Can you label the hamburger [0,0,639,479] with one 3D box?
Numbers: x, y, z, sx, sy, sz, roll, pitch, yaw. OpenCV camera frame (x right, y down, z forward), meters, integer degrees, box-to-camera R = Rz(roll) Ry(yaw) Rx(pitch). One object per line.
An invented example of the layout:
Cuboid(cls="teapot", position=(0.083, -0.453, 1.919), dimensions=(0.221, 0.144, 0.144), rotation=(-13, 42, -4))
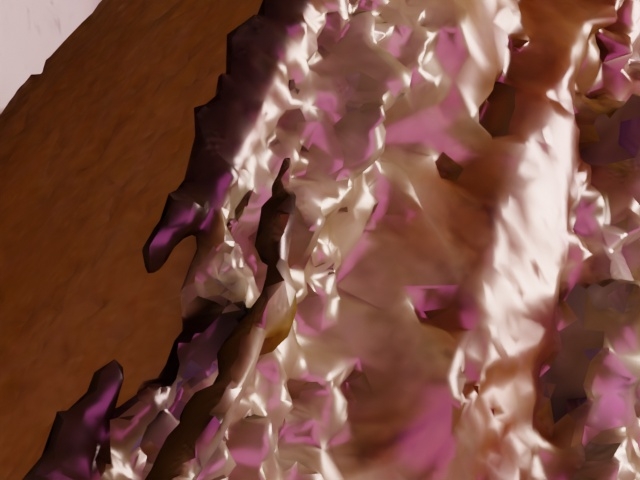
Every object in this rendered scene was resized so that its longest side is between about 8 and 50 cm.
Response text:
Cuboid(cls="hamburger", position=(-0.010, 0.063, 0.556), dimensions=(0.268, 0.287, 0.445), rotation=(38, 53, -25))
